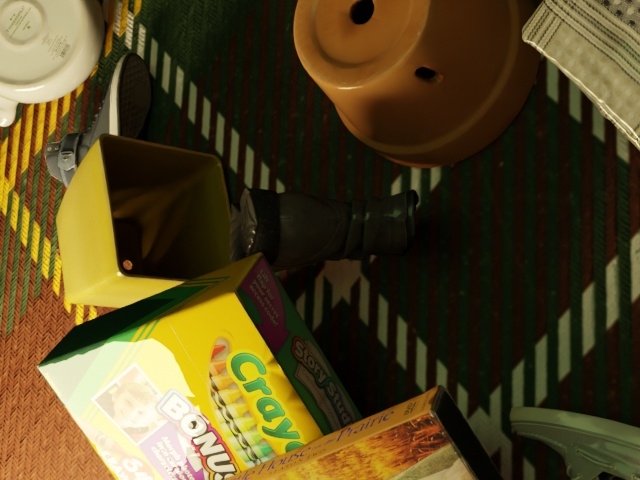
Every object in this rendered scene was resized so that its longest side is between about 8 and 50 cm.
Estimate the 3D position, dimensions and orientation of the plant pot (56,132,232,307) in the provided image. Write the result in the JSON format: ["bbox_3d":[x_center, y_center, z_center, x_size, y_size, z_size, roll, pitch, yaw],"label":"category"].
[{"bbox_3d":[-0.263,-0.003,1.658,0.187,0.212,0.212,-31,62,41],"label":"plant pot"}]

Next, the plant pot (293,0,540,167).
[{"bbox_3d":[0.102,-0.254,1.451,0.291,0.203,0.291,-8,75,34],"label":"plant pot"}]

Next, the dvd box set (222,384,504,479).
[{"bbox_3d":[0.039,0.374,1.332,0.420,0.062,0.308,-27,100,27],"label":"dvd box set"}]

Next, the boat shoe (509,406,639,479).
[{"bbox_3d":[0.306,0.237,1.265,0.227,0.079,0.081,10,80,33],"label":"boat shoe"}]

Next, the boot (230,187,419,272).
[{"bbox_3d":[0.000,0.000,1.494,0.222,0.338,0.118,-1,88,-10],"label":"boot"}]

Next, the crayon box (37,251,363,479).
[{"bbox_3d":[-0.119,0.231,1.422,0.313,0.106,0.363,-21,109,30],"label":"crayon box"}]

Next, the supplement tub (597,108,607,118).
[{"bbox_3d":[0.367,-0.238,1.314,0.117,0.117,0.190,-9,74,33],"label":"supplement tub"}]

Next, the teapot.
[{"bbox_3d":[-0.457,-0.341,1.885,0.256,0.187,0.253,-14,89,5],"label":"teapot"}]

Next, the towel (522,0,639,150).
[{"bbox_3d":[0.401,-0.212,1.152,0.324,0.056,0.312,46,121,10],"label":"towel"}]

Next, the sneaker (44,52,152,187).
[{"bbox_3d":[-0.354,-0.183,1.825,0.163,0.086,0.226,1,80,32],"label":"sneaker"}]
